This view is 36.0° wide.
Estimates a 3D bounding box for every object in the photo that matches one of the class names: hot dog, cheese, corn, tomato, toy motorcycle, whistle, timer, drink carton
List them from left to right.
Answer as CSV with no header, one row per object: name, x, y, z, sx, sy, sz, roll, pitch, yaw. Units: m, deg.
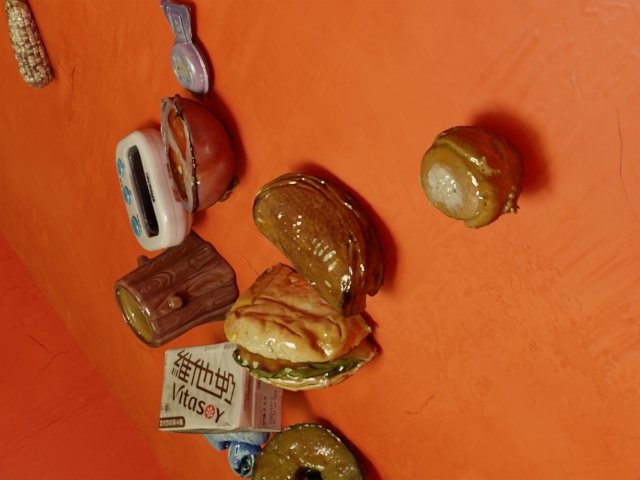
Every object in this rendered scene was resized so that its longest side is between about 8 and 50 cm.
corn,-0.716,-0.483,2.410,0.079,0.079,0.237,32,140,41
timer,-0.362,-0.109,2.145,0.237,0.087,0.261,-10,95,61
cheese,-0.243,-0.341,1.786,0.105,0.042,0.190,25,136,45
tomato,-0.225,-0.174,1.857,0.199,0.112,0.228,57,152,38
whistle,-0.203,-0.108,1.968,0.057,0.046,0.109,44,159,-3
drink carton,-0.227,0.334,2.212,0.325,0.132,0.194,-14,70,48
toy motorcycle,-0.237,0.408,2.406,0.319,0.182,0.241,45,151,27
hot dog,0.000,0.000,1.651,0.272,0.122,0.196,45,149,34

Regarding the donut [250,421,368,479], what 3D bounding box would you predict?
donut,-0.014,0.534,2.127,0.272,0.272,0.107,37,174,36

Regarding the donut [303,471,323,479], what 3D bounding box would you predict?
donut,0.045,0.633,2.260,0.270,0.103,0.269,43,151,31

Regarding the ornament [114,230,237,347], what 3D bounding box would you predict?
ornament,-0.326,0.122,2.217,0.221,0.218,0.235,6,122,57

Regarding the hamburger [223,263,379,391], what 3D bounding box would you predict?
hamburger,-0.068,0.181,1.860,0.330,0.209,0.162,32,143,45

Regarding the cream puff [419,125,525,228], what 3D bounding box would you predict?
cream puff,0.196,-0.085,1.246,0.144,0.103,0.126,21,130,50
